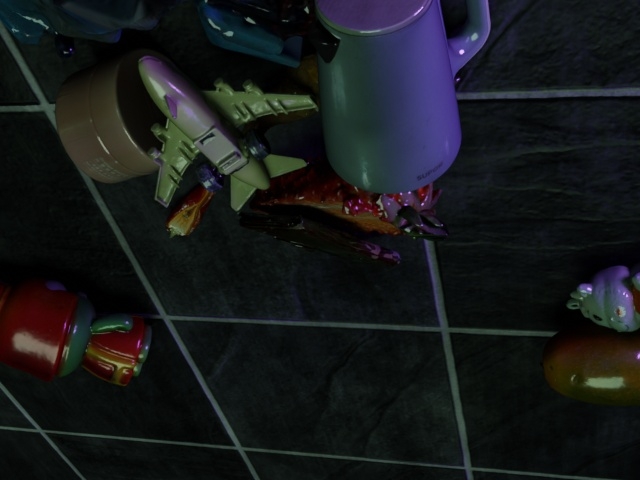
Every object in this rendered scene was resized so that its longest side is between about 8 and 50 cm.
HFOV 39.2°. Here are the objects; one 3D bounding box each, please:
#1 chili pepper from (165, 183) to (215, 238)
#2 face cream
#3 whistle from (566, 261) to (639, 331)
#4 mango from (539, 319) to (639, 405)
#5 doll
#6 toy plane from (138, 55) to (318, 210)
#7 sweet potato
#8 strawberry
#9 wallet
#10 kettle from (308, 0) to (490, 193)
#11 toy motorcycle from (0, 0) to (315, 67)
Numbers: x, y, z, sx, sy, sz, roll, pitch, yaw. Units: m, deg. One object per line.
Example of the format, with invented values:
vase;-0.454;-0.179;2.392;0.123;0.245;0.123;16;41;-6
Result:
chili pepper;-0.185;-0.053;1.318;0.045;0.027;0.178;23;142;-19
face cream;-0.237;-0.153;1.109;0.104;0.149;0.149;-12;135;31
whistle;0.460;0.074;1.222;0.253;0.106;0.101;-12;176;28
mango;0.470;0.181;1.317;0.289;0.129;0.146;7;180;-3
doll;-0.479;0.154;1.560;0.363;0.160;0.182;23;143;-11
toy plane;-0.122;-0.122;1.022;0.229;0.092;0.244;-32;141;14
sweet potato;-0.031;-0.173;1.093;0.068;0.068;0.226;30;142;-20
strawberry;0.039;-0.068;1.148;0.286;0.106;0.188;9;172;31
wallet;0.000;0.000;1.221;0.122;0.031;0.232;6;173;40
kettle;0.091;-0.192;0.945;0.210;0.160;0.243;-27;150;-8
toy motorcycle;-0.190;-0.279;0.950;0.416;0.172;0.232;11;153;-18
